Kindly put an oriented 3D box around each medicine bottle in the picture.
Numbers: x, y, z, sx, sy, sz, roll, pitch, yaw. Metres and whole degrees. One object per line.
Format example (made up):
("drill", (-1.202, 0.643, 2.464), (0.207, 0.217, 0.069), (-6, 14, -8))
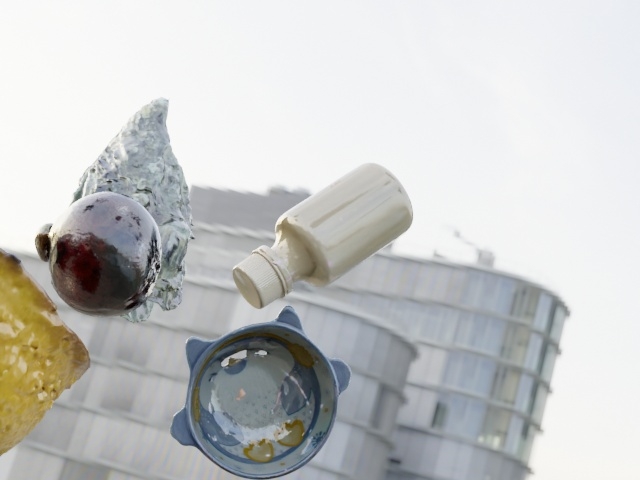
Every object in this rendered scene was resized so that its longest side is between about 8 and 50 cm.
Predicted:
("medicine bottle", (0.000, 0.000, 1.661), (0.114, 0.252, 0.114), (43, -27, 28))

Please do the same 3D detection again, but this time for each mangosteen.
("mangosteen", (-0.258, 0.015, 1.446), (0.152, 0.153, 0.152), (15, -18, 5))

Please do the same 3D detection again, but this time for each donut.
("donut", (-0.458, 0.059, 1.235), (0.435, 0.163, 0.378), (21, -26, 22))

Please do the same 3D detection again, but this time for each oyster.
("oyster", (-0.245, -0.052, 1.683), (0.158, 0.351, 0.162), (-8, -37, 14))

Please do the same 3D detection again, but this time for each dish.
("dish", (-0.085, 0.197, 1.659), (0.236, 0.228, 0.086), (7, -4, -18))
